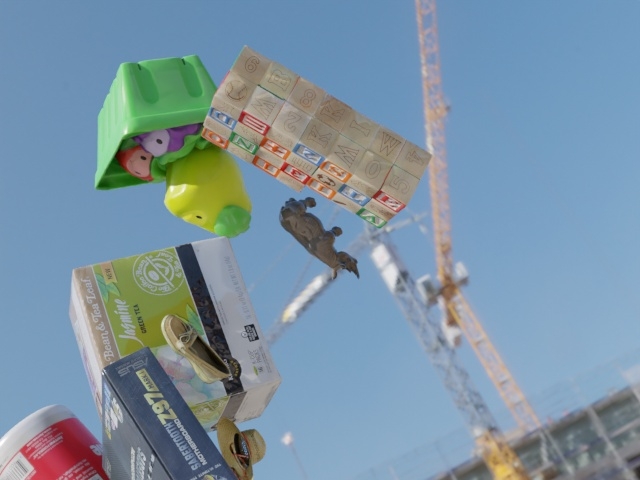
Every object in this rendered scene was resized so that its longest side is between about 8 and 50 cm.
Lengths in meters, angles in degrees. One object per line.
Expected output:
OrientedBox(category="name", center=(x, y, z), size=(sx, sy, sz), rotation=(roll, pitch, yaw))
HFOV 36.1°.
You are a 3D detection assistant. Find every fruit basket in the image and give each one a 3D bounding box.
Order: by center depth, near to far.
OrientedBox(category="fruit basket", center=(-0.306, -0.161, 2.060), size=(0.282, 0.392, 0.392), rotation=(-11, -34, -25))

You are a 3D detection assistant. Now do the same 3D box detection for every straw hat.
OrientedBox(category="straw hat", center=(-0.138, 0.393, 1.859), size=(0.061, 0.144, 0.144), rotation=(-16, -31, -30))

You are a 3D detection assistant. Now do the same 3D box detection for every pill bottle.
OrientedBox(category="pill bottle", center=(-0.512, 0.569, 2.111), size=(0.229, 0.407, 0.229), rotation=(-42, -17, -16))

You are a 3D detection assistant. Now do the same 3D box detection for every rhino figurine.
OrientedBox(category="rhino figurine", center=(0.000, 0.000, 2.189), size=(0.073, 0.243, 0.106), rotation=(-45, -4, 31))

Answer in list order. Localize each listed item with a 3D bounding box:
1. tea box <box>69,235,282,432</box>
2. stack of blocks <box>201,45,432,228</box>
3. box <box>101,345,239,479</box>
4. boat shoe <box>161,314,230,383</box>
OrientedBox(category="tea box", center=(-0.295, 0.208, 1.929), size=(0.323, 0.329, 0.220), rotation=(-14, -24, -23))
OrientedBox(category="stack of blocks", center=(-0.011, -0.135, 1.385), size=(0.087, 0.297, 0.171), rotation=(-62, 5, -18))
OrientedBox(category="box", center=(-0.160, 0.246, 1.016), size=(0.059, 0.183, 0.233), rotation=(-27, -27, -28))
OrientedBox(category="boat shoe", center=(-0.218, 0.187, 1.717), size=(0.048, 0.153, 0.056), rotation=(-22, 21, 35))
